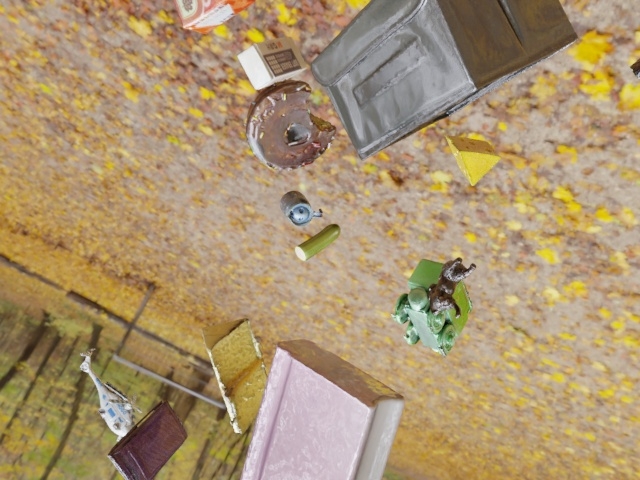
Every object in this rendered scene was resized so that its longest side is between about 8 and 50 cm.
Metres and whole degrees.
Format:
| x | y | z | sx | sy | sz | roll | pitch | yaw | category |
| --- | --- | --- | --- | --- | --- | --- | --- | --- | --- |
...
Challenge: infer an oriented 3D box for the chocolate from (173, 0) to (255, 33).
| x | y | z | sx | sy | sz | roll | pitch | yaw | category |
| --- | --- | --- | --- | --- | --- | --- | --- | --- | --- |
| -0.320 | -0.729 | 1.677 | 0.235 | 0.108 | 0.237 | -12 | 98 | 41 | chocolate |

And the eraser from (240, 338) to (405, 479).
| x | y | z | sx | sy | sz | roll | pitch | yaw | category |
| --- | --- | --- | --- | --- | --- | --- | --- | --- | --- |
| -0.014 | 0.406 | 1.144 | 0.122 | 0.359 | 0.272 | 4 | -167 | -46 | eraser |

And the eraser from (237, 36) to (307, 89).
| x | y | z | sx | sy | sz | roll | pitch | yaw | category |
| --- | --- | --- | --- | --- | --- | --- | --- | --- | --- |
| -0.151 | -0.579 | 1.965 | 0.081 | 0.279 | 0.124 | -24 | 101 | 30 | eraser |

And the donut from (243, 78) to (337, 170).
| x | y | z | sx | sy | sz | roll | pitch | yaw | category |
| --- | --- | --- | --- | --- | --- | --- | --- | --- | --- |
| -0.081 | -0.282 | 1.483 | 0.230 | 0.216 | 0.096 | 38 | -166 | -41 | donut |

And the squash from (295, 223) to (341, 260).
| x | y | z | sx | sy | sz | roll | pitch | yaw | category |
| --- | --- | --- | --- | --- | --- | --- | --- | --- | --- |
| 0.000 | 0.000 | 0.937 | 0.027 | 0.083 | 0.027 | 40 | 149 | 30 | squash |

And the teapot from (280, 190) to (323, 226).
| x | y | z | sx | sy | sz | roll | pitch | yaw | category |
| --- | --- | --- | --- | --- | --- | --- | --- | --- | --- |
| -0.036 | -0.052 | 1.059 | 0.063 | 0.049 | 0.083 | 32 | -170 | -24 | teapot |

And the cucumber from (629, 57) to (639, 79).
| x | y | z | sx | sy | sz | roll | pitch | yaw | category |
| --- | --- | --- | --- | --- | --- | --- | --- | --- | --- |
| 0.766 | -0.401 | 1.235 | 0.074 | 0.074 | 0.241 | 35 | 134 | -26 | cucumber |

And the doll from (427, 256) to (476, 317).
| x | y | z | sx | sy | sz | roll | pitch | yaw | category |
| --- | --- | --- | --- | --- | --- | --- | --- | --- | --- |
| 0.285 | 0.106 | 1.373 | 0.057 | 0.139 | 0.165 | 17 | 178 | -9 | doll |

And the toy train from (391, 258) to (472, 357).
| x | y | z | sx | sy | sz | roll | pitch | yaw | category |
| --- | --- | --- | --- | --- | --- | --- | --- | --- | --- |
| 0.295 | 0.177 | 1.570 | 0.132 | 0.188 | 0.243 | 15 | 146 | 38 | toy train |

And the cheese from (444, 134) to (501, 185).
| x | y | z | sx | sy | sz | roll | pitch | yaw | category |
| --- | --- | --- | --- | --- | --- | --- | --- | --- | --- |
| 0.450 | -0.267 | 1.867 | 0.171 | 0.093 | 0.126 | 19 | 125 | -42 | cheese |

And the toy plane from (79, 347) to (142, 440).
| x | y | z | sx | sy | sz | roll | pitch | yaw | category |
| --- | --- | --- | --- | --- | --- | --- | --- | --- | --- |
| -0.607 | 0.441 | 1.706 | 0.273 | 0.107 | 0.182 | 48 | -179 | -7 | toy plane |

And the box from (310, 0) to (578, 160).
| x | y | z | sx | sy | sz | roll | pitch | yaw | category |
| --- | --- | --- | --- | --- | --- | --- | --- | --- | --- |
| 0.193 | -0.317 | 1.014 | 0.204 | 0.251 | 0.345 | 62 | 152 | -2 | box |

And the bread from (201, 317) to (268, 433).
| x | y | z | sx | sy | sz | roll | pitch | yaw | category |
| --- | --- | --- | --- | --- | --- | --- | --- | --- | --- |
| -0.224 | 0.342 | 1.579 | 0.142 | 0.178 | 0.266 | 9 | 118 | 44 | bread |

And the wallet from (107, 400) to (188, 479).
| x | y | z | sx | sy | sz | roll | pitch | yaw | category |
| --- | --- | --- | --- | --- | --- | --- | --- | --- | --- |
| -0.358 | 0.434 | 1.281 | 0.030 | 0.166 | 0.111 | -13 | 112 | 42 | wallet |
